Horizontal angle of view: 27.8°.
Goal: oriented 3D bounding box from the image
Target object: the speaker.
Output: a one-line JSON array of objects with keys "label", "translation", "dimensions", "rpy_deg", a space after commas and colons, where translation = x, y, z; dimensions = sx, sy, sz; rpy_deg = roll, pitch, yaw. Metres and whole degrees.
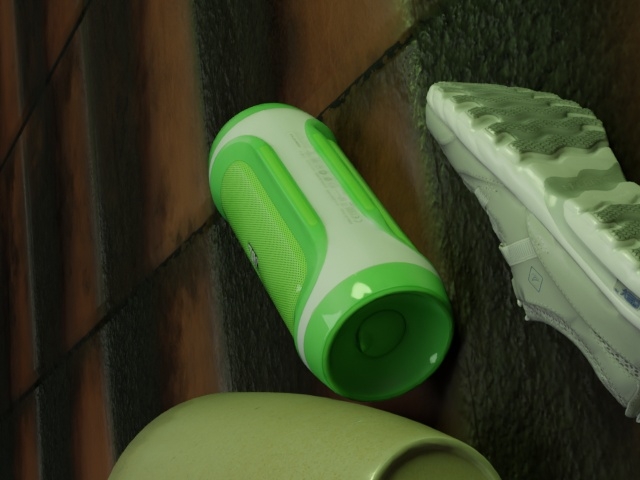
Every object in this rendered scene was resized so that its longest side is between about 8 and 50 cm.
[{"label": "speaker", "translation": [0.000, 0.000, 1.063], "dimensions": [0.296, 0.131, 0.131], "rpy_deg": [-123, 40, -51]}]

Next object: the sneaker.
[{"label": "sneaker", "translation": [0.133, -0.006, 0.789], "dimensions": [0.281, 0.105, 0.115], "rpy_deg": [-121, 39, -48]}]

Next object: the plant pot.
[{"label": "plant pot", "translation": [0.008, 0.219, 0.935], "dimensions": [0.274, 0.257, 0.256], "rpy_deg": [-23, 68, 54]}]
